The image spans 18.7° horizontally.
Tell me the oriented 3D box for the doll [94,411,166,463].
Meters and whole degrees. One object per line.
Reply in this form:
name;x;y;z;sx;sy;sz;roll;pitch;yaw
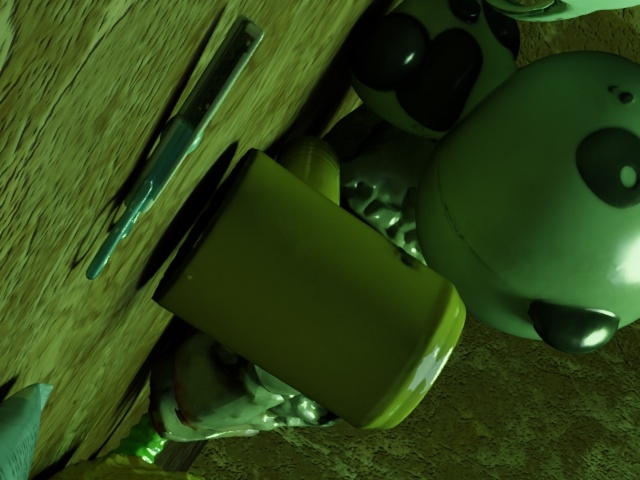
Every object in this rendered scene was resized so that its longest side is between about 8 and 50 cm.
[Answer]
doll;-0.142;0.171;1.276;0.115;0.050;0.190;-48;-174;50

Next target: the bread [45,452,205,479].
bread;-0.101;0.194;1.063;0.245;0.174;0.121;-49;153;-82

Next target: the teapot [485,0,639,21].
teapot;0.157;-0.222;1.097;0.232;0.159;0.159;-63;175;28

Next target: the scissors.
scissors;-0.052;-0.035;0.703;0.119;0.014;0.058;-54;-176;33

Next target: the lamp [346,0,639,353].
lamp;0.128;-0.054;1.202;0.197;0.244;0.198;-40;-178;2

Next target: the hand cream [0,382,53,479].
hand cream;-0.126;0.100;0.632;0.271;0.058;0.091;-98;-150;-88

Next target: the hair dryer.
hair dryer;0.000;0.000;1.045;0.090;0.135;0.279;-56;-172;15

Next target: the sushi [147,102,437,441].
sushi;0.019;0.014;1.296;0.130;0.124;0.332;-9;-141;54
